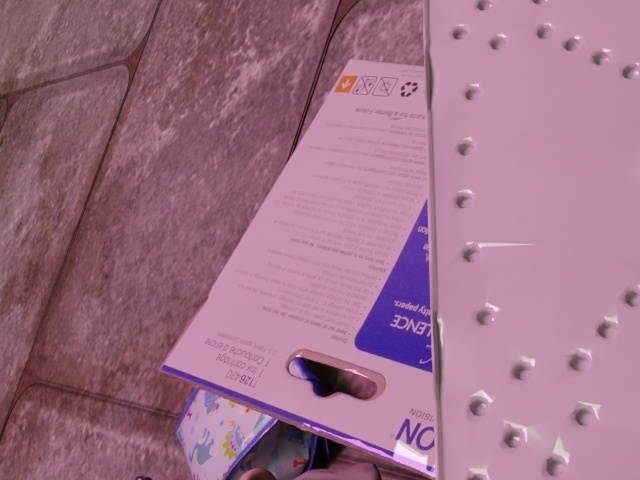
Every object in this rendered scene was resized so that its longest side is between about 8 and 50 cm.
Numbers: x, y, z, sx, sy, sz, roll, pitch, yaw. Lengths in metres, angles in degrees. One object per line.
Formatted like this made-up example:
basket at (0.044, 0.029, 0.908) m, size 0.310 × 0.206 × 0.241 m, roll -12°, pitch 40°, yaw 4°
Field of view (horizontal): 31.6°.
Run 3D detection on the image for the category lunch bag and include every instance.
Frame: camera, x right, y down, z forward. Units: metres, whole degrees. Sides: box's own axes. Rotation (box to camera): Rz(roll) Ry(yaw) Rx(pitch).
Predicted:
lunch bag at (-0.054, 0.159, 1.018) m, size 0.151 × 0.096 × 0.129 m, roll -64°, pitch 32°, yaw 19°

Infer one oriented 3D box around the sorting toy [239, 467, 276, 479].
sorting toy at (0.001, 0.270, 0.713) m, size 0.038 × 0.193 × 0.208 m, roll -27°, pitch 24°, yaw 3°

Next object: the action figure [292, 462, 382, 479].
action figure at (0.110, 0.239, 0.632) m, size 0.179 × 0.341 × 0.330 m, roll -28°, pitch 37°, yaw -19°

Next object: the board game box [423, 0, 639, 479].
board game box at (0.253, -0.045, 0.629) m, size 0.390 × 0.050 × 0.389 m, roll -11°, pitch 56°, yaw 20°

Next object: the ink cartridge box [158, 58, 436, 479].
ink cartridge box at (0.074, 0.013, 0.814) m, size 0.304 × 0.072 × 0.307 m, roll 14°, pitch 68°, yaw 40°

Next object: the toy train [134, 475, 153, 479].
toy train at (-0.276, 0.343, 1.173) m, size 0.334 × 0.142 × 0.190 m, roll -22°, pitch 42°, yaw 45°
